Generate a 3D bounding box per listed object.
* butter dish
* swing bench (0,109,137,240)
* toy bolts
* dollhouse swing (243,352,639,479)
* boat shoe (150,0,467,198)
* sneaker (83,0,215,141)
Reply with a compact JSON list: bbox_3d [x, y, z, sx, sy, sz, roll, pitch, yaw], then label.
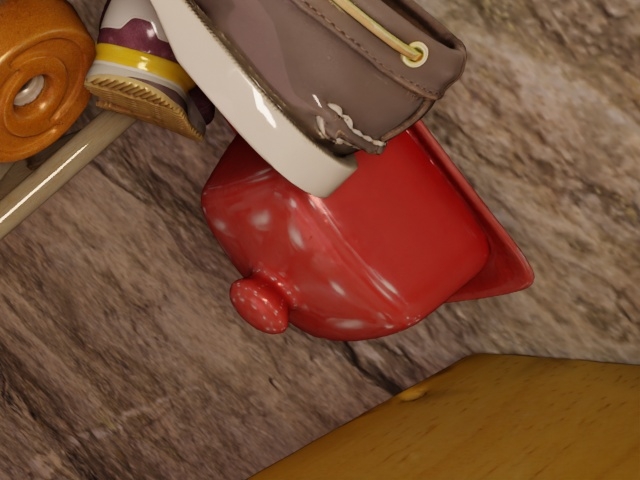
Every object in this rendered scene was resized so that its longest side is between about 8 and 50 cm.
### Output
[{"bbox_3d":[0.000,0.000,0.894,0.160,0.118,0.160,52,153,-16],"label":"butter dish"},{"bbox_3d":[-0.290,-0.083,1.015,0.253,0.254,0.165,51,153,-15],"label":"swing bench"},{"bbox_3d":[-0.241,-0.133,0.899,0.158,0.228,0.218,41,153,26],"label":"toy bolts"},{"bbox_3d":[0.170,0.233,0.841,0.347,0.315,0.305,2,112,52],"label":"dollhouse swing"},{"bbox_3d":[-0.068,-0.169,0.764,0.324,0.097,0.116,50,-166,-6],"label":"boat shoe"},{"bbox_3d":[-0.081,-0.104,0.923,0.070,0.083,0.185,19,178,-5],"label":"sneaker"}]
